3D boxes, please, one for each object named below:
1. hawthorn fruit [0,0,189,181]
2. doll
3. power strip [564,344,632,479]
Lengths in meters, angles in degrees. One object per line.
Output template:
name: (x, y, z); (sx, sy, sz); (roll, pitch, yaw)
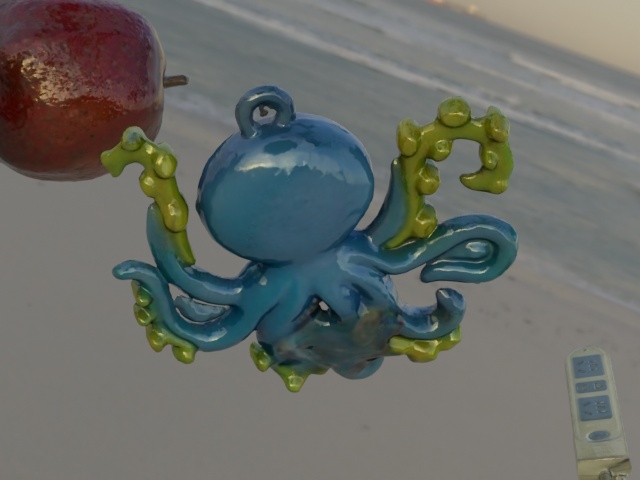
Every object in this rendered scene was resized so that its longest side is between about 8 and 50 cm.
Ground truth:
hawthorn fruit: (-0.255, -0.160, 1.277); (0.249, 0.215, 0.215); (0, 21, -31)
doll: (0.000, 0.000, 1.048); (0.346, 0.341, 0.099); (-17, 43, -1)
power strip: (0.252, 0.162, 1.110); (0.047, 0.030, 0.191); (-8, 34, 11)
